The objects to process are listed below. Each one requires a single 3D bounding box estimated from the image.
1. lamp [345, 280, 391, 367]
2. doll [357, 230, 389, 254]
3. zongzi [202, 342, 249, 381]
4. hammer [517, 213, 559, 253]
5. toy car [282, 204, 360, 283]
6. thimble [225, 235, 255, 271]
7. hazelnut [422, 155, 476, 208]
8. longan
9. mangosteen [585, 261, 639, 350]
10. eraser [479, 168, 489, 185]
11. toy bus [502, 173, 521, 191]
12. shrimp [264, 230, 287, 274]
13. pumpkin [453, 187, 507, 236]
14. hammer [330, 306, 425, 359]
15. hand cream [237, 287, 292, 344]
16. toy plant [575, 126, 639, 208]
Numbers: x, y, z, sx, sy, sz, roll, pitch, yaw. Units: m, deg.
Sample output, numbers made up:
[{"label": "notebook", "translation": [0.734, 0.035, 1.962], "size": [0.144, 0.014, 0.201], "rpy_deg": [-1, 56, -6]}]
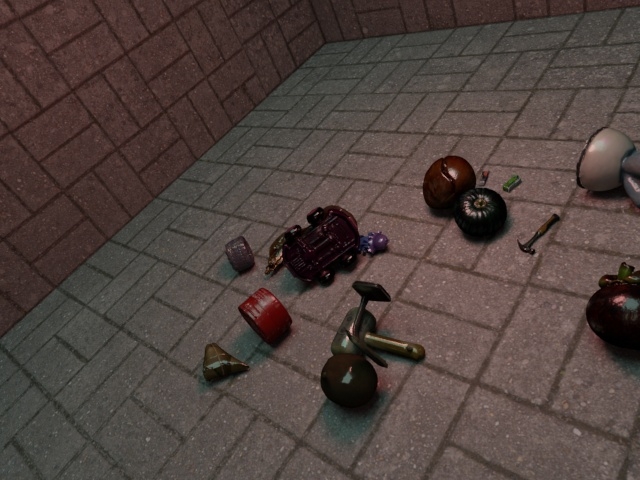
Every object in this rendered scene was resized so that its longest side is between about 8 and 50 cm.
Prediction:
[{"label": "lamp", "translation": [0.130, 0.242, 1.541], "size": [0.124, 0.203, 0.284], "rpy_deg": [-13, 48, 27]}, {"label": "doll", "translation": [0.205, 0.008, 2.027], "size": [0.205, 0.067, 0.110], "rpy_deg": [-2, 57, 46]}, {"label": "zongzi", "translation": [-0.360, 0.444, 1.859], "size": [0.176, 0.079, 0.160], "rpy_deg": [-15, 38, 0]}, {"label": "hammer", "translation": [0.783, -0.031, 1.748], "size": [0.201, 0.021, 0.078], "rpy_deg": [-41, 39, -17]}, {"label": "toy car", "translation": [0.000, 0.000, 2.027], "size": [0.340, 0.271, 0.240], "rpy_deg": [-35, 14, 5]}, {"label": "thimble", "translation": [-0.371, 0.063, 2.243], "size": [0.097, 0.150, 0.150], "rpy_deg": [-23, 38, 2]}, {"label": "hazelnut", "translation": [0.528, -0.223, 1.981], "size": [0.217, 0.234, 0.218], "rpy_deg": [9, 55, -13]}, {"label": "longan", "translation": [0.088, 0.435, 1.516], "size": [0.189, 0.189, 0.189], "rpy_deg": [-17, 39, 14]}, {"label": "mangosteen", "translation": [0.840, 0.184, 1.306], "size": [0.216, 0.216, 0.216], "rpy_deg": [-17, 39, 14]}, {"label": "eraser", "translation": [0.698, -0.271, 2.080], "size": [0.027, 0.019, 0.099], "rpy_deg": [3, 46, 34]}, {"label": "toy bus", "translation": [0.777, -0.233, 1.979], "size": [0.083, 0.031, 0.037], "rpy_deg": [-38, 46, -12]}, {"label": "shrimp", "translation": [-0.193, 0.048, 2.219], "size": [0.152, 0.063, 0.287], "rpy_deg": [5, 45, 38]}, {"label": "pumpkin", "translation": [0.602, -0.110, 1.842], "size": [0.201, 0.140, 0.202], "rpy_deg": [-5, 55, 7]}, {"label": "hammer", "translation": [0.198, 0.341, 1.627], "size": [0.305, 0.113, 0.202], "rpy_deg": [11, 55, 29]}, {"label": "hand cream", "translation": [-0.209, 0.285, 1.851], "size": [0.125, 0.193, 0.193], "rpy_deg": [-41, 39, -21]}, {"label": "toy plant", "translation": [1.083, -0.238, 1.649], "size": [0.247, 0.247, 0.332], "rpy_deg": [-41, 42, -17]}]
